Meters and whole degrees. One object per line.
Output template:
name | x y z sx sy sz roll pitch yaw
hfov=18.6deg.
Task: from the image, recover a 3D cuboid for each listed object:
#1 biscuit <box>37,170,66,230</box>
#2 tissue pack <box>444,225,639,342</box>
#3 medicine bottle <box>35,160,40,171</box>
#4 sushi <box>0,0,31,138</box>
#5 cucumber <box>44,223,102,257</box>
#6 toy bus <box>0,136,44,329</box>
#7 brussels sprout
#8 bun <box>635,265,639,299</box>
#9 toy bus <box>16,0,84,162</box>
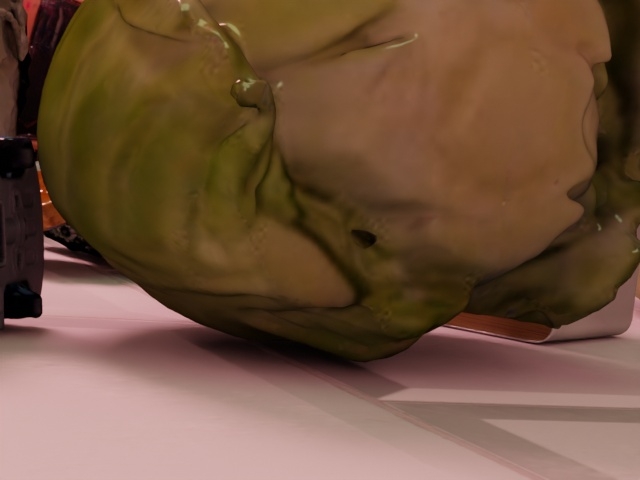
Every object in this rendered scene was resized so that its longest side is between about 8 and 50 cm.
biscuit | -0.232 -0.036 1.669 0.280 0.043 0.183 -18 16 -23
tissue pack | 0.126 -0.012 1.605 0.246 0.159 0.136 9 4 36
medicine bottle | -0.338 -0.056 2.036 0.074 0.074 0.218 1 6 -44
sushi | -0.460 -0.160 1.910 0.294 0.281 0.299 8 20 23
cucumber | -0.160 -0.011 1.723 0.081 0.072 0.303 2 6 -33
toy bus | -0.260 -0.002 1.243 0.136 0.126 0.209 -2 3 12
brussels sprout | 0.014 -0.100 1.354 0.425 0.342 0.361 5 10 -33
bun | 0.339 -0.113 1.805 0.202 0.364 0.364 16 9 33
toy bus | -0.285 -0.159 2.239 0.233 0.203 0.427 12 -5 11
